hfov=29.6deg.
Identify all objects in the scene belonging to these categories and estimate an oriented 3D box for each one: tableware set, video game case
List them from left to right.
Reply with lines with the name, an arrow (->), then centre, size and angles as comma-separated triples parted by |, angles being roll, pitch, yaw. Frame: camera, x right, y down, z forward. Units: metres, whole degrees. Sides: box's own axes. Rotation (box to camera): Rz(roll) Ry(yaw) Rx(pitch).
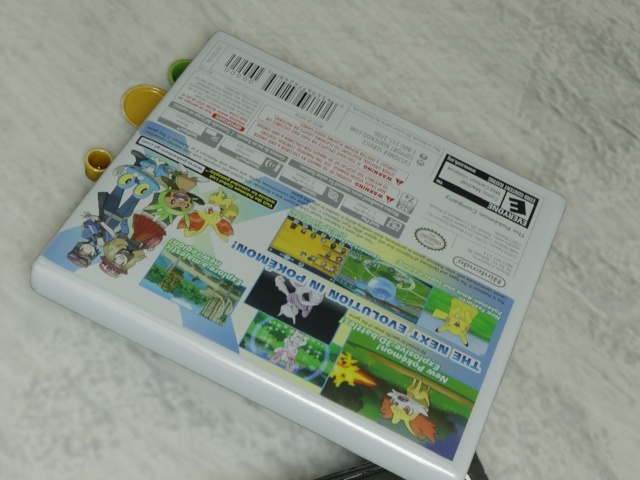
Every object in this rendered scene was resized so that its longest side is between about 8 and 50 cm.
tableware set -> -0.128, -0.088, 0.988 | 0.104, 0.024, 0.154 | 44, 56, 9
video game case -> 0.000, 0.000, 0.917 | 0.329, 0.036, 0.300 | 27, 49, 4

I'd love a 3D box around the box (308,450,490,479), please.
box -> 0.044, 0.311, 0.779 | 0.257, 0.079, 0.322 | -12, 65, -24
